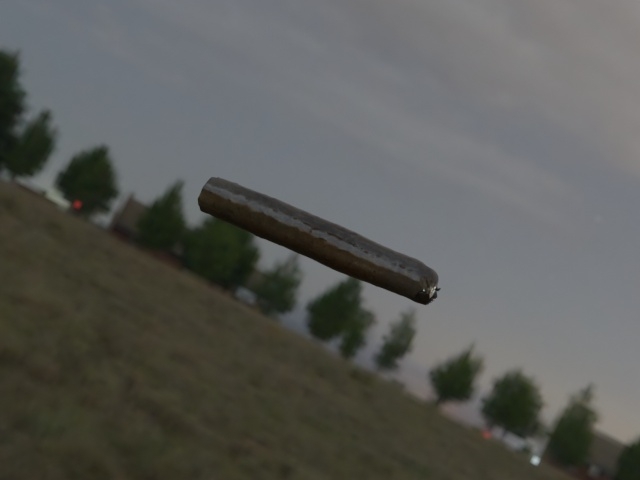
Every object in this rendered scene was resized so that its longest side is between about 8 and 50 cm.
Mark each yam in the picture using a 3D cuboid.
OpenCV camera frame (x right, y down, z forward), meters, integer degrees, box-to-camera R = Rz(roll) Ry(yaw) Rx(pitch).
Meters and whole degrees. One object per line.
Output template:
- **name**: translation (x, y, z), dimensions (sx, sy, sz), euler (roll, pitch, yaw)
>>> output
- **yam**: translation (0.000, 0.000, 1.586), dimensions (0.264, 0.046, 0.046), euler (22, -4, 12)
